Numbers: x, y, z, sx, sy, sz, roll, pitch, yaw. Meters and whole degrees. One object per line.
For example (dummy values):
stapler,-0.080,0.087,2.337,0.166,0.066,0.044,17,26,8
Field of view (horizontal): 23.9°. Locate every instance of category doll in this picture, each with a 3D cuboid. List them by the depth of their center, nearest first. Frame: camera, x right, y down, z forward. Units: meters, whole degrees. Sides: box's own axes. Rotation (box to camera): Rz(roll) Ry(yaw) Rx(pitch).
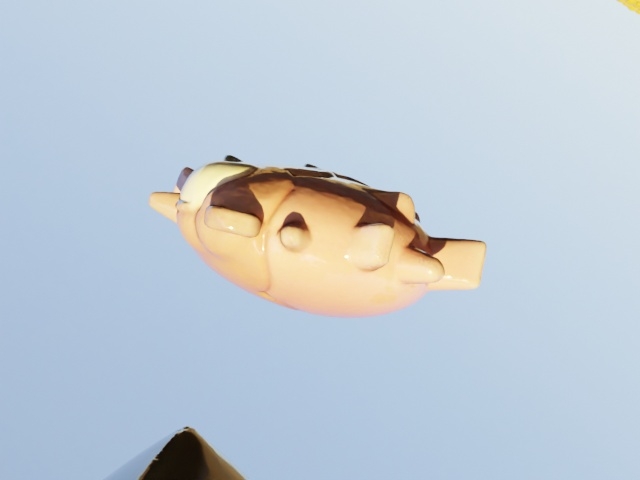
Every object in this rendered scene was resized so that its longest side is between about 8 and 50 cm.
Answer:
doll,0.000,0.000,0.971,0.211,0.093,0.262,15,-177,34

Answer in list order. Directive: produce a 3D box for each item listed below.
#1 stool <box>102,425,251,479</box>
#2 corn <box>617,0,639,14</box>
stool,-0.076,0.228,0.807,0.232,0.141,0.232,52,-167,-18
corn,0.333,-0.208,1.316,0.231,0.080,0.080,24,-155,-30
